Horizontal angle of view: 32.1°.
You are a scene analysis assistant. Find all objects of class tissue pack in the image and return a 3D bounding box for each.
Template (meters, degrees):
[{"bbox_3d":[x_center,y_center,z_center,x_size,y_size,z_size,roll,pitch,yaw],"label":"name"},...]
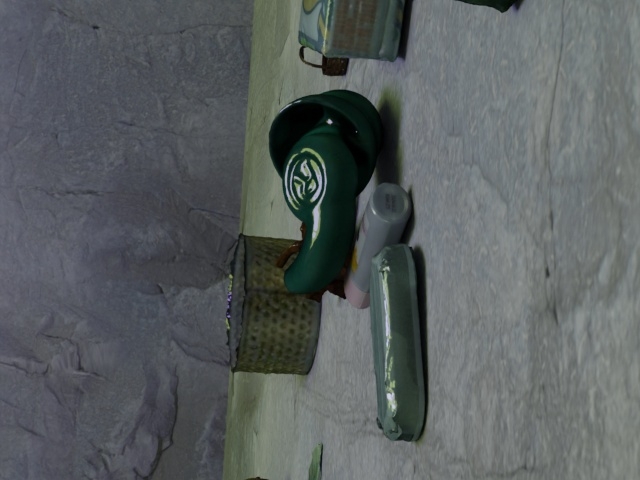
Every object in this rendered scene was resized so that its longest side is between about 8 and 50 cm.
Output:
[{"bbox_3d":[0.054,-0.419,1.590,0.228,0.128,0.311,-126,41,-72],"label":"tissue pack"}]

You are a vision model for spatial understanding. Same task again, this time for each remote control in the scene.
[{"bbox_3d":[0.093,0.123,1.367,0.104,0.052,0.247,115,154,-67],"label":"remote control"}]

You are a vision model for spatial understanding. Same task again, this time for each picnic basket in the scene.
[{"bbox_3d":[0.003,-0.323,1.960,0.072,0.083,0.072,-176,90,-79],"label":"picnic basket"}]

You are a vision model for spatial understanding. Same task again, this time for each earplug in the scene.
[{"bbox_3d":[0.017,-0.087,1.596,0.280,0.164,0.257,-56,-49,-43],"label":"earplug"}]

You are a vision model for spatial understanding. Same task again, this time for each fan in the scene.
[{"bbox_3d":[-0.016,0.461,1.962,0.131,0.009,0.240,-116,32,-75],"label":"fan"}]

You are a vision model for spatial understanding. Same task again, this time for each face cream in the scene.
[{"bbox_3d":[0.073,0.008,1.505,0.198,0.057,0.084,108,168,-51],"label":"face cream"}]

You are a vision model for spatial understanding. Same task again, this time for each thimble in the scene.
[{"bbox_3d":[-0.094,0.122,2.133,0.271,0.150,0.271,-175,90,-80],"label":"thimble"}]

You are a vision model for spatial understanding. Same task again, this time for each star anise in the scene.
[{"bbox_3d":[0.005,0.001,1.791,0.196,0.111,0.212,-158,80,-72],"label":"star anise"}]

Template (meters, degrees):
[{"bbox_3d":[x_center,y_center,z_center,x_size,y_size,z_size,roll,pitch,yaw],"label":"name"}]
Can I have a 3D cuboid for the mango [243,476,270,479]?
[{"bbox_3d":[-0.121,0.587,2.193,0.251,0.114,0.156,-95,20,-45],"label":"mango"}]

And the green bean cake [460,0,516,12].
[{"bbox_3d":[0.153,-0.354,1.076,0.193,0.107,0.208,104,167,-49],"label":"green bean cake"}]
